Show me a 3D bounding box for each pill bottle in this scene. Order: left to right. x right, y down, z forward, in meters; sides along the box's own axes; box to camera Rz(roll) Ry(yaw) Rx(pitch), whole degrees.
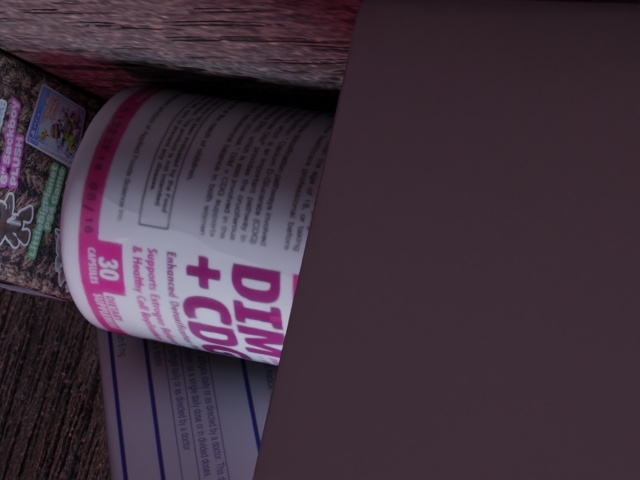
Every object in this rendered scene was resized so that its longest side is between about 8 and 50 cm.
[{"bbox_3d":[0.000,0.000,1.069,0.283,0.160,0.160,9,173,21],"label":"pill bottle"}]

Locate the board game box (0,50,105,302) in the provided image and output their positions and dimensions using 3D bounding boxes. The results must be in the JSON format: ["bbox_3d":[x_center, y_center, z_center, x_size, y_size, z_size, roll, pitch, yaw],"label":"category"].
[{"bbox_3d":[-0.304,-0.063,1.175,0.232,0.141,0.291,9,173,25],"label":"board game box"}]

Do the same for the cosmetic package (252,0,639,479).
[{"bbox_3d":[0.219,0.103,0.799,0.327,0.330,0.393,8,172,37],"label":"cosmetic package"}]

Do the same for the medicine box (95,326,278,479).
[{"bbox_3d":[0.006,0.119,1.169,0.289,0.263,0.149,-11,130,-3],"label":"medicine box"}]
